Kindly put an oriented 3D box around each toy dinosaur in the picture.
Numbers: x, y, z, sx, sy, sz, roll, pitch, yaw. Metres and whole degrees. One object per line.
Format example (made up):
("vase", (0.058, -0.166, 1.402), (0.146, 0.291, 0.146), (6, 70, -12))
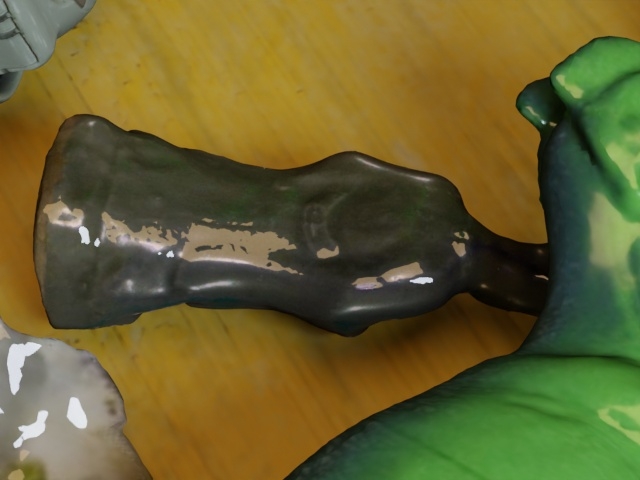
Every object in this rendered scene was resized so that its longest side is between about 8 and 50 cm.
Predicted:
("toy dinosaur", (-0.028, 0.101, 0.554), (0.499, 0.144, 0.375), (-1, 66, -17))

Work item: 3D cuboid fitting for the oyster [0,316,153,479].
("oyster", (-0.216, 0.144, 0.601), (0.238, 0.115, 0.351), (28, 66, 6))

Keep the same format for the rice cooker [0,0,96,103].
("rice cooker", (-0.158, -0.161, 0.774), (0.127, 0.145, 0.206), (0, 60, 13))

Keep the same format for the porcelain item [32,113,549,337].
("porcelain item", (0.000, 0.000, 0.716), (0.215, 0.069, 0.081), (5, 45, 3))
